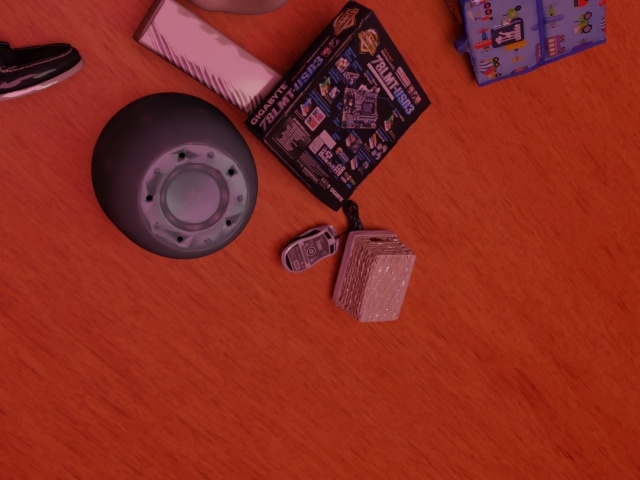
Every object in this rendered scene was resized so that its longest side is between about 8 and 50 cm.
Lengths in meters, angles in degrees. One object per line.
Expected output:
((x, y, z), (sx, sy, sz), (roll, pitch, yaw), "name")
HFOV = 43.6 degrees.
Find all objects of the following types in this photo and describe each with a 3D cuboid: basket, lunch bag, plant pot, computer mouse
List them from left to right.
((-0.239, -0.098, 1.392), (0.293, 0.235, 0.293), (-6, 108, -19), "plant pot")
((0.000, 0.000, 1.616), (0.193, 0.042, 0.106), (-25, 117, -18), "computer mouse")
((0.109, 0.074, 1.621), (0.113, 0.103, 0.167), (0, 114, -32), "basket")
((0.392, -0.445, 1.561), (0.293, 0.138, 0.221), (-25, 139, 0), "lunch bag")

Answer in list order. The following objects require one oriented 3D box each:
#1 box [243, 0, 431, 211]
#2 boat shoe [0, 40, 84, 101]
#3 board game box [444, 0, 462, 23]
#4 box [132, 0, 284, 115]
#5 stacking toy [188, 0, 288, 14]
((0.043, -0.236, 1.479), (0.293, 0.073, 0.295), (-51, 143, -2), "box")
((-0.560, -0.284, 1.281), (0.340, 0.127, 0.113), (-13, 122, -6), "boat shoe")
((0.284, -0.545, 1.554), (0.147, 0.045, 0.193), (-39, 114, -6), "board game box")
((-0.187, -0.316, 1.416), (0.275, 0.113, 0.094), (31, 95, -23), "box")
((-0.130, -0.639, 1.269), (0.351, 0.350, 0.480), (25, 81, -24), "stacking toy")
